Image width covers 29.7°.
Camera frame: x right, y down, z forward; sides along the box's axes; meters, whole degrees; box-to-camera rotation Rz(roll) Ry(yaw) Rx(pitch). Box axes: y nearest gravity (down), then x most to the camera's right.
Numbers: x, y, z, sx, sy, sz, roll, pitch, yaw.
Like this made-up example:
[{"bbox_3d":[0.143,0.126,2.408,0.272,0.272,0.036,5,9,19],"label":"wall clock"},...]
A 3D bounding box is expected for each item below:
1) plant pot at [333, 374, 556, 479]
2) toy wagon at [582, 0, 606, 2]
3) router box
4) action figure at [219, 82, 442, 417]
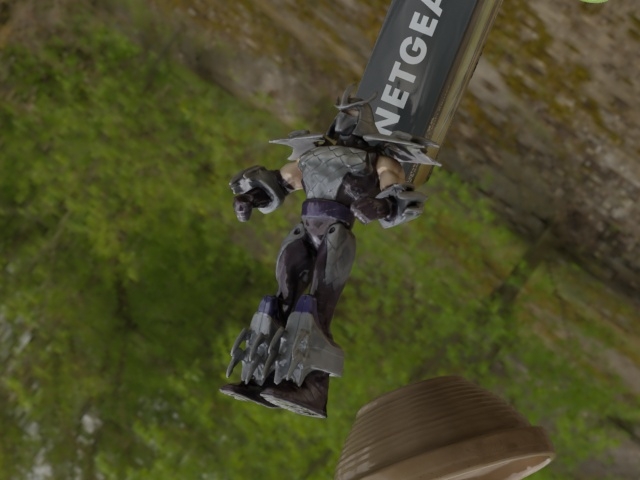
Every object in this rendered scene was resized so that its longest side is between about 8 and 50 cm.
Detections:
[{"bbox_3d":[0.107,0.207,1.218,0.237,0.237,0.109,39,-150,-68],"label":"plant pot"},{"bbox_3d":[0.152,-0.287,0.778,0.344,0.267,0.068,24,164,46],"label":"toy wagon"},{"bbox_3d":[0.118,-0.203,1.250,0.081,0.308,0.243,23,-167,9],"label":"router box"},{"bbox_3d":[0.000,0.000,1.001,0.185,0.285,0.099,1,162,46],"label":"action figure"}]
